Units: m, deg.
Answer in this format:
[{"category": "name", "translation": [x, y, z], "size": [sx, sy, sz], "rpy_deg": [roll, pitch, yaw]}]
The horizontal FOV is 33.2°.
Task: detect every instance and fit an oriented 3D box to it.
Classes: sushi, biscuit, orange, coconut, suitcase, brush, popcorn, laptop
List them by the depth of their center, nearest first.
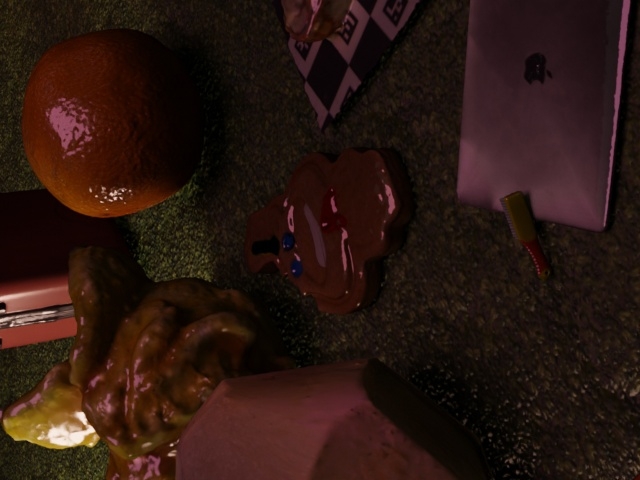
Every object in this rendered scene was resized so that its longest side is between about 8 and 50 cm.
[{"category": "laptop", "translation": [0.194, -0.152, 0.947], "size": [0.188, 0.015, 0.269], "rpy_deg": [17, 107, 54]}, {"category": "brush", "translation": [0.184, -0.003, 0.960], "size": [0.083, 0.019, 0.021], "rpy_deg": [66, 160, -3]}, {"category": "coconut", "translation": [0.003, 0.276, 1.021], "size": [0.353, 0.353, 0.352], "rpy_deg": [8, 100, 55]}, {"category": "sushi", "translation": [0.002, -0.341, 1.150], "size": [0.339, 0.069, 0.320], "rpy_deg": [-50, 50, 46]}, {"category": "biscuit", "translation": [-0.004, -0.009, 1.229], "size": [0.320, 0.047, 0.183], "rpy_deg": [-2, 89, 57]}, {"category": "popcorn", "translation": [-0.202, 0.152, 1.291], "size": [0.290, 0.321, 0.325], "rpy_deg": [-3, 109, 56]}, {"category": "orange", "translation": [-0.281, -0.163, 1.455], "size": [0.264, 0.264, 0.264], "rpy_deg": [8, 100, 55]}, {"category": "suitcase", "translation": [-0.454, 0.040, 1.668], "size": [0.236, 0.297, 0.161], "rpy_deg": [59, 145, 35]}]

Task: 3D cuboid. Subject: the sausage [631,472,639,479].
[{"category": "sausage", "translation": [0.274, 0.201, 0.803], "size": [0.179, 0.089, 0.089], "rpy_deg": [-46, 56, 44]}]
